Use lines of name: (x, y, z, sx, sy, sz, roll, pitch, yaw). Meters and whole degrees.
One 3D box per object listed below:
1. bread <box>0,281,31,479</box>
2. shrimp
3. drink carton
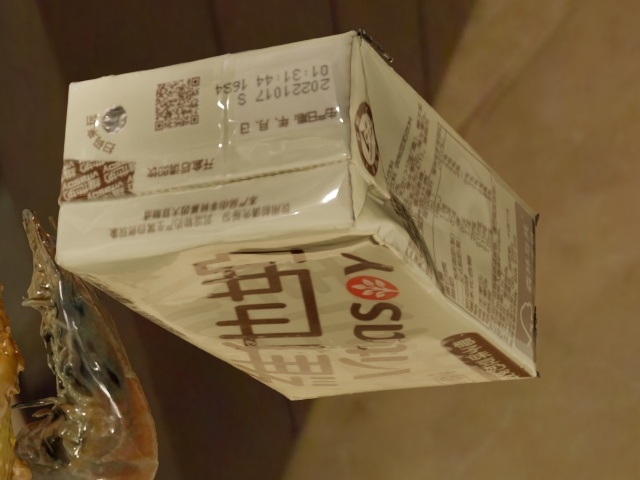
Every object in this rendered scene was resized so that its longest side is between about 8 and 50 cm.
bread: (-0.243, 0.081, 1.046, 0.260, 0.160, 0.147, 18, 27, 38)
shrimp: (-0.204, 0.096, 1.422, 0.143, 0.052, 0.251, -11, 68, -19)
drink carton: (0.000, 0.000, 1.224, 0.194, 0.324, 0.132, -9, 67, 23)
